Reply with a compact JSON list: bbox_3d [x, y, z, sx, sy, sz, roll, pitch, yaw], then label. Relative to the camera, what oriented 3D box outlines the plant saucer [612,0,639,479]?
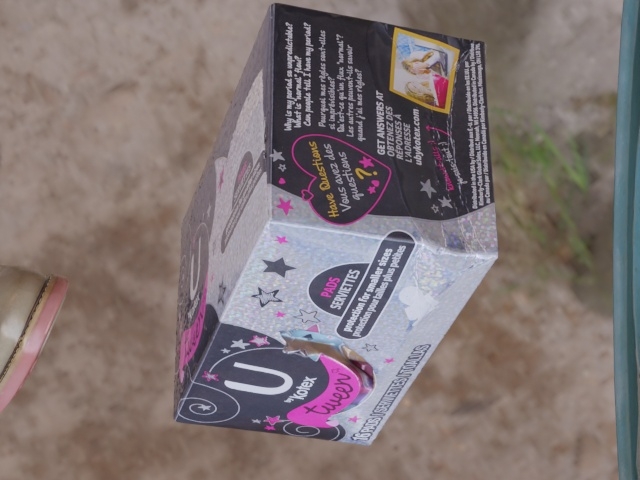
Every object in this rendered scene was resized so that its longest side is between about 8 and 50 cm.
[{"bbox_3d":[0.124,0.001,0.578,0.044,0.317,0.317,1,138,4],"label":"plant saucer"}]

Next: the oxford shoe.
[{"bbox_3d":[-0.311,0.072,1.442,0.130,0.123,0.348,33,153,-22],"label":"oxford shoe"}]

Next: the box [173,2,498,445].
[{"bbox_3d":[0.000,0.000,1.116,0.142,0.163,0.247,8,146,-12],"label":"box"}]
